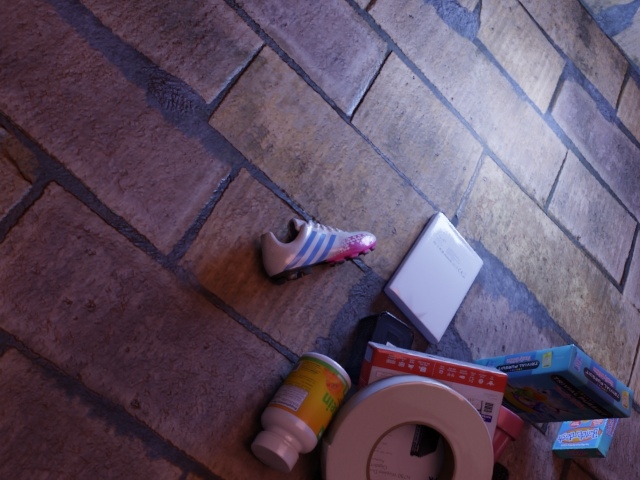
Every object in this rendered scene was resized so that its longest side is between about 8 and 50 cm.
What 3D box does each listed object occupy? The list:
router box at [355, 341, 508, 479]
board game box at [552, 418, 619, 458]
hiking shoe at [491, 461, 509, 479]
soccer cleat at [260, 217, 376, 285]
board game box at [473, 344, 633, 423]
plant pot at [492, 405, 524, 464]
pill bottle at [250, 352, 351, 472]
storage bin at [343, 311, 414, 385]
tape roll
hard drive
[{"bbox_3d":[0.243,0.421,1.692,0.335,0.082,0.301,13,90,-11],"label":"router box"},{"bbox_3d":[0.793,0.545,2.127,0.047,0.160,0.210,47,54,-14],"label":"board game box"},{"bbox_3d":[0.424,0.663,1.885,0.086,0.114,0.227,31,28,17],"label":"hiking shoe"},{"bbox_3d":[0.000,0.000,1.758,0.331,0.116,0.143,-17,86,-37],"label":"soccer cleat"},{"bbox_3d":[0.611,0.395,1.932,0.253,0.336,0.079,36,58,-21],"label":"board game box"},{"bbox_3d":[0.393,0.503,1.847,0.201,0.201,0.180,35,74,-22],"label":"plant pot"},{"bbox_3d":[-0.046,0.382,1.593,0.136,0.136,0.246,47,55,-15],"label":"pill bottle"},{"bbox_3d":[0.148,0.283,1.796,0.122,0.084,0.180,34,59,-22],"label":"storage bin"},{"bbox_3d":[0.193,0.496,1.608,0.392,0.072,0.392,-1,93,-11],"label":"tape roll"},{"bbox_3d":[0.320,0.099,2.003,0.210,0.040,0.319,48,54,-14],"label":"hard drive"}]
